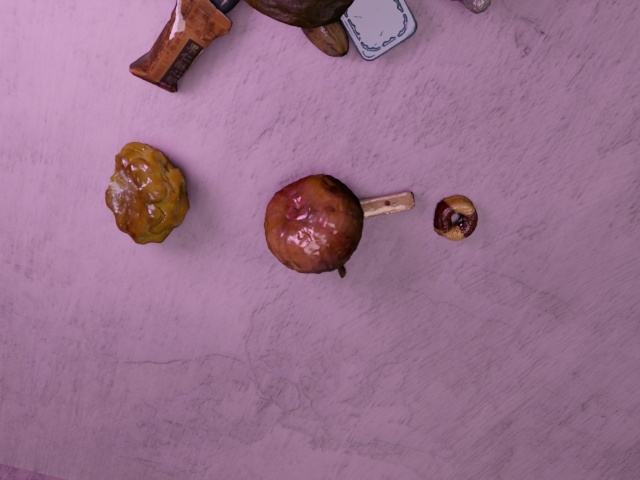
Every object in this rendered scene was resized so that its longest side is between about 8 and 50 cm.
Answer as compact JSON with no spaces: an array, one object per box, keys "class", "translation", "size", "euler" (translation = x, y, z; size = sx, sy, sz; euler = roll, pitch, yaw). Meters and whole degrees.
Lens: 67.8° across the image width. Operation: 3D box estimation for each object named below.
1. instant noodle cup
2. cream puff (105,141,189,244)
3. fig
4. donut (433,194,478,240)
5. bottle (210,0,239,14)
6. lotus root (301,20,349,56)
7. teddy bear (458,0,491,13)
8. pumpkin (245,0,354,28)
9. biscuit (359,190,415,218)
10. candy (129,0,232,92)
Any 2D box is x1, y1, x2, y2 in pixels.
[{"class":"instant noodle cup","translation":[0.134,-0.559,1.184],"size":[0.157,0.070,0.179],"euler":[-30,112,13]},{"class":"cream puff","translation":[-0.463,-0.132,1.317],"size":[0.282,0.185,0.281],"euler":[17,118,36]},{"class":"fig","translation":[0.000,0.000,1.375],"size":[0.287,0.286,0.368],"euler":[-17,143,6]},{"class":"donut","translation":[0.403,-0.062,1.418],"size":[0.141,0.059,0.140],"euler":[-2,115,-4]},{"class":"bottle","translation":[-0.292,-0.654,1.095],"size":[0.156,0.143,0.271],"euler":[-25,124,36]},{"class":"lotus root","translation":[0.003,-0.532,1.186],"size":[0.089,0.081,0.179],"euler":[-46,113,-14]},{"class":"teddy bear","translation":[0.346,-0.639,1.146],"size":[0.133,0.111,0.213],"euler":[-40,85,-7]},{"class":"pumpkin","translation":[-0.046,-0.612,1.012],"size":[0.303,0.256,0.225],"euler":[35,142,4]},{"class":"biscuit","translation":[0.180,-0.104,1.397],"size":[0.188,0.052,0.056],"euler":[-12,101,3]},{"class":"candy","translation":[-0.339,-0.480,1.165],"size":[0.143,0.101,0.271],"euler":[21,130,-42]}]
